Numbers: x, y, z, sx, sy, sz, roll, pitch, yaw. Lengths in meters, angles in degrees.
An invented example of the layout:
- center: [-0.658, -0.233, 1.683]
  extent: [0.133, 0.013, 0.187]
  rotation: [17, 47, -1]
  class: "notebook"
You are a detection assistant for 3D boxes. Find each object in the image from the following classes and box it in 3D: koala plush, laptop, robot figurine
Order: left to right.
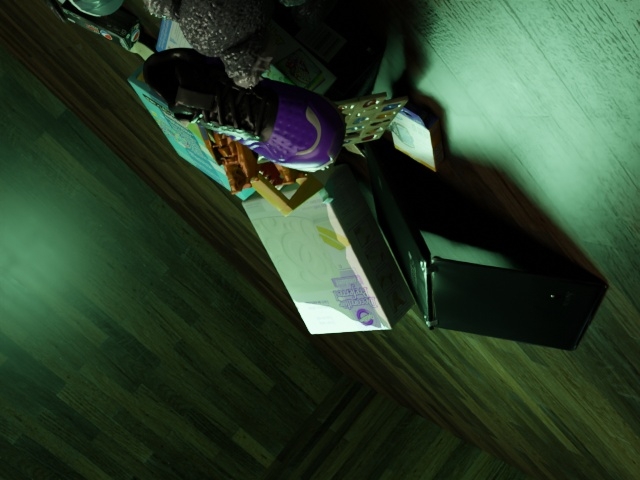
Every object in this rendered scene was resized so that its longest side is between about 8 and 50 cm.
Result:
- center: [-0.123, -0.226, 1.441]
  extent: [0.211, 0.085, 0.291]
  rotation: [-9, 113, 25]
  class: "robot figurine"
- center: [-0.087, -0.306, 1.050]
  extent: [0.196, 0.221, 0.203]
  rotation: [43, 167, -9]
  class: "koala plush"
- center: [0.270, 0.013, 1.581]
  extent: [0.382, 0.236, 0.408]
  rotation: [72, 174, -67]
  class: "laptop"

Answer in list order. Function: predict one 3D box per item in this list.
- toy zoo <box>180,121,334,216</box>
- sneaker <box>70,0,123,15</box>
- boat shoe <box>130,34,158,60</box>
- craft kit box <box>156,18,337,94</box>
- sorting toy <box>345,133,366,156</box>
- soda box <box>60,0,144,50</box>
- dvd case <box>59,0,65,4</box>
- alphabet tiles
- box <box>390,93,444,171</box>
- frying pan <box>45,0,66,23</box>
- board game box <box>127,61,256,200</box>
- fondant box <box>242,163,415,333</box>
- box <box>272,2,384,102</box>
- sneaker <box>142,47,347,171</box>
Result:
- center: [-0.086, -0.171, 1.610]
  extent: [0.293, 0.192, 0.030]
  rotation: [42, 139, -7]
  class: "toy zoo"
- center: [-0.397, -0.484, 1.569]
  extent: [0.127, 0.126, 0.321]
  rotation: [42, 167, 19]
  class: "sneaker"
- center: [-0.379, -0.419, 1.942]
  extent: [0.133, 0.042, 0.049]
  rotation: [34, 146, 26]
  class: "boat shoe"
- center: [-0.114, -0.251, 1.258]
  extent: [0.246, 0.061, 0.250]
  rotation: [44, 162, -4]
  class: "craft kit box"
- center: [0.044, -0.183, 1.578]
  extent: [0.083, 0.012, 0.062]
  rotation: [45, 172, -37]
  class: "sorting toy"
- center: [-0.466, -0.473, 1.910]
  extent: [0.169, 0.060, 0.053]
  rotation: [28, 165, 12]
  class: "soda box"
- center: [-0.566, -0.570, 2.008]
  extent: [0.180, 0.022, 0.253]
  rotation: [38, 168, 9]
  class: "dvd case"
- center: [0.014, -0.160, 1.271]
  extent: [0.237, 0.198, 0.009]
  rotation: [130, 127, -77]
  class: "alphabet tiles"
- center: [0.142, -0.163, 1.328]
  extent: [0.081, 0.028, 0.136]
  rotation: [35, 164, 24]
  class: "box"
- center: [-0.627, -0.620, 1.851]
  extent: [0.326, 0.053, 0.197]
  rotation: [46, 161, 13]
  class: "frying pan"
- center: [-0.288, -0.259, 2.135]
  extent: [0.254, 0.079, 0.336]
  rotation: [35, 166, 25]
  class: "board game box"
- center: [0.015, 0.025, 1.808]
  extent: [0.238, 0.096, 0.330]
  rotation: [-9, 115, 46]
  class: "fondant box"
- center: [-0.004, -0.256, 1.284]
  extent: [0.156, 0.093, 0.158]
  rotation: [39, 169, 6]
  class: "box"
- center: [-0.110, -0.164, 1.100]
  extent: [0.293, 0.102, 0.146]
  rotation: [28, -163, 32]
  class: "sneaker"
